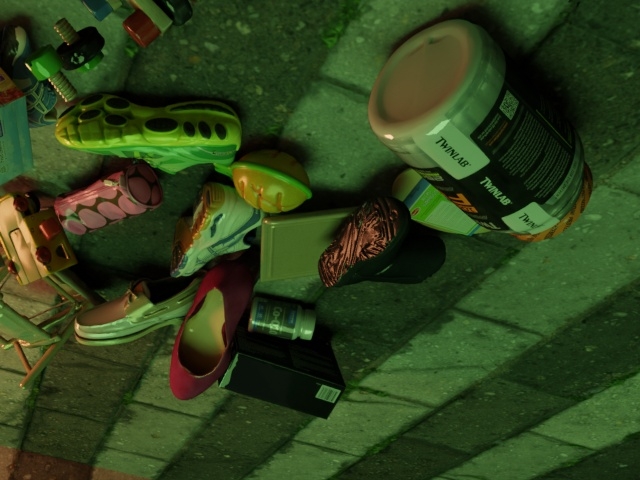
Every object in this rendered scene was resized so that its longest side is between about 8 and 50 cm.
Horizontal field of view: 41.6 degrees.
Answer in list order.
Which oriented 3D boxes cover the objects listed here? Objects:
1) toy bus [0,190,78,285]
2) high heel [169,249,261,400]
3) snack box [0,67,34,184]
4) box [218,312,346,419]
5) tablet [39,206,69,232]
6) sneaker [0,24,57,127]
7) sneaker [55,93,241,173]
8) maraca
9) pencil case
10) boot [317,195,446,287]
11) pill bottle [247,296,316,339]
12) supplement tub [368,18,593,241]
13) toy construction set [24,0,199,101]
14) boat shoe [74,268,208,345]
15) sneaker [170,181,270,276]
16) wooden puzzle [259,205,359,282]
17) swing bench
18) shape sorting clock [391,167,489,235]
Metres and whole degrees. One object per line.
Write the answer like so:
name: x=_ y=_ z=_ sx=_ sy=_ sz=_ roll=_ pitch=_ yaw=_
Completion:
toy bus: x=-0.532 y=-0.021 z=1.560 sx=0.190 sy=0.104 sz=0.202 roll=30 pitch=118 yaw=19
high heel: x=-0.235 y=0.188 z=1.627 sx=0.127 sy=0.181 sz=0.377 roll=29 pitch=114 yaw=9
snack box: x=-0.503 y=-0.208 z=1.211 sx=0.207 sy=0.070 sz=0.174 roll=47 pitch=150 yaw=16
box: x=-0.093 y=0.270 z=1.850 sx=0.261 sy=0.184 sz=0.103 roll=21 pitch=112 yaw=-20
tablet: x=-0.527 y=-0.038 z=1.642 sx=0.054 sy=0.006 sz=0.083 roll=-4 pitch=146 yaw=18
sneaker: x=-0.436 y=-0.242 z=1.255 sx=0.081 sy=0.080 sz=0.211 roll=-1 pitch=154 yaw=-17
sneaker: x=-0.269 y=-0.152 z=1.313 sx=0.295 sy=0.110 sz=0.124 roll=5 pitch=144 yaw=4
maraca: x=-0.095 y=-0.099 z=1.375 sx=0.185 sy=0.099 sz=0.127 roll=12 pitch=163 yaw=39
pencil case: x=-0.379 y=-0.073 z=1.480 sx=0.209 sy=0.095 sz=0.098 roll=-19 pitch=172 yaw=33
boot: x=0.136 y=0.004 z=1.441 sx=0.207 sy=0.094 sz=0.246 roll=-2 pitch=152 yaw=-34
pill bottle: x=-0.082 y=0.169 z=1.803 sx=0.137 sy=0.078 sz=0.078 roll=11 pitch=148 yaw=-6
supplement tub: x=0.229 y=-0.136 z=1.153 sx=0.193 sy=0.194 sz=0.316 roll=-22 pitch=137 yaw=38
toy construction set: x=-0.215 y=-0.362 z=0.908 sx=0.308 sy=0.258 sz=0.237 roll=-26 pitch=125 yaw=13
boat shoe: x=-0.361 y=0.128 z=1.733 sx=0.302 sy=0.113 sz=0.103 roll=-15 pitch=126 yaw=-13
sneaker: x=-0.187 y=-0.002 z=1.533 sx=0.130 sy=0.112 sz=0.296 roll=9 pitch=156 yaw=-24
wooden puzzle: x=0.000 y=0.000 z=1.521 sx=0.220 sy=0.044 sz=0.239 roll=-7 pitch=152 yaw=-10
swing bench: x=-0.615 y=0.132 z=1.751 sx=0.254 sy=0.165 sz=0.253 roll=-40 pitch=139 yaw=-6
shape sorting clock: x=0.220 y=-0.070 z=1.399 sx=0.206 sy=0.040 sz=0.206 roll=9 pitch=153 yaw=4
